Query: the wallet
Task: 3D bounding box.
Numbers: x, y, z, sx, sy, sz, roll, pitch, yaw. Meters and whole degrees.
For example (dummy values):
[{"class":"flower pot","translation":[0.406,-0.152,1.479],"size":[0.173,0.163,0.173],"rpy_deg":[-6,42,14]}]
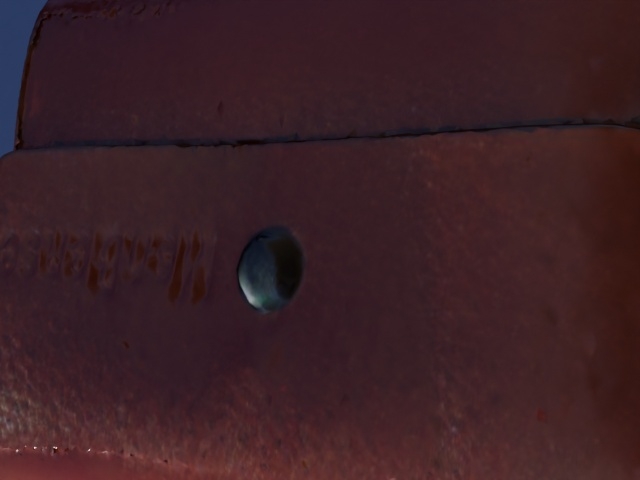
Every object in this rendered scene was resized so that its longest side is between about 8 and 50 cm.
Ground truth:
[{"class":"wallet","translation":[0.000,0.000,0.387],"size":[0.045,0.204,0.142],"rpy_deg":[15,-102,-49]}]
